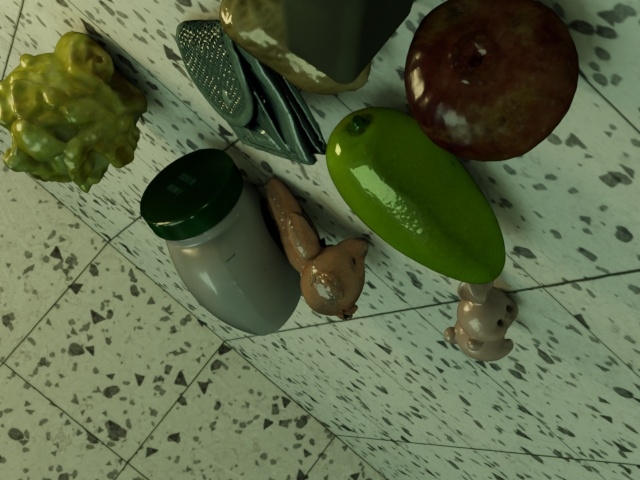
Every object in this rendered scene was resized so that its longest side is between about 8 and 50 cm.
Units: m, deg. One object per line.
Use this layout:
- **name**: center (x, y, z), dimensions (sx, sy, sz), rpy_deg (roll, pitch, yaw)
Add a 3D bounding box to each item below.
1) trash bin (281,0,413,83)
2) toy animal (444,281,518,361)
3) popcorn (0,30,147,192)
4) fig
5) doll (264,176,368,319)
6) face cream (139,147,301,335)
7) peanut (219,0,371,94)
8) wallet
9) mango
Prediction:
- **trash bin**: center (0.036, -0.304, 1.255), dimensions (0.122, 0.164, 0.240), rpy_deg (35, 162, 10)
- **toy animal**: center (0.284, 0.125, 1.897), dimensions (0.124, 0.124, 0.212), rpy_deg (31, 154, 20)
- **popcorn**: center (-0.498, -0.238, 2.191), dimensions (0.312, 0.312, 0.312), rpy_deg (34, 161, 13)
- **fig**: center (0.193, -0.184, 1.241), dimensions (0.205, 0.205, 0.205), rpy_deg (34, 161, 13)
- **doll**: center (0.000, 0.000, 2.142), dimensions (0.303, 0.156, 0.201), rpy_deg (63, 177, 18)
- **face cream**: center (-0.187, 0.009, 2.244), dimensions (0.357, 0.219, 0.312), rpy_deg (56, -164, -38)
- **peanut**: center (-0.028, -0.281, 1.496), dimensions (0.224, 0.129, 0.129), rpy_deg (31, 162, -5)
- **wallet**: center (-0.125, -0.237, 1.740), dimensions (0.237, 0.075, 0.342), rpy_deg (59, 166, -22)
- **mango**: center (0.147, -0.056, 1.637), dimensions (0.343, 0.156, 0.192), rpy_deg (46, 161, -16)
